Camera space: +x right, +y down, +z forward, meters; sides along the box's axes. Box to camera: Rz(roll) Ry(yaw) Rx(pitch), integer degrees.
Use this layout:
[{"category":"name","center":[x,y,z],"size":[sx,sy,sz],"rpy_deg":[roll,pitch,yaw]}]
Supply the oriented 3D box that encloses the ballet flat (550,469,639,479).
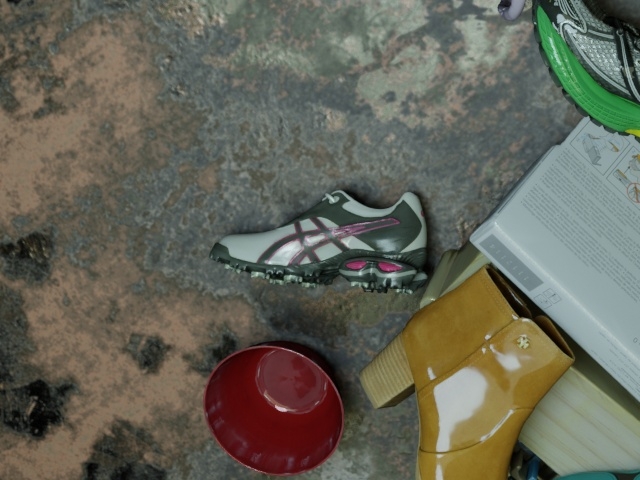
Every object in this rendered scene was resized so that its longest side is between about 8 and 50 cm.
[{"category":"ballet flat","center":[0.346,0.296,1.343],"size":[0.247,0.083,0.087],"rpy_deg":[-20,120,26]}]

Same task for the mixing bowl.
[{"category":"mixing bowl","center":[-0.048,0.198,1.553],"size":[0.182,0.098,0.181],"rpy_deg":[5,110,13]}]

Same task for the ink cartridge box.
[{"category":"ink cartridge box","center":[0.351,0.007,1.338],"size":[0.296,0.261,0.066],"rpy_deg":[44,152,0]}]

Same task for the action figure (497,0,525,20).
[{"category":"action figure","center":[0.205,-0.421,1.185],"size":[0.276,0.248,0.370],"rpy_deg":[37,110,-11]}]

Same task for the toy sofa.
[{"category":"toy sofa","center":[0.281,0.143,1.423],"size":[0.362,0.150,0.177],"rpy_deg":[39,119,-2]}]

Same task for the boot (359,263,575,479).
[{"category":"boot","center":[0.190,0.191,1.296],"size":[0.211,0.104,0.295],"rpy_deg":[-39,76,23]}]

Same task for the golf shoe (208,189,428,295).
[{"category":"golf shoe","center":[0.000,0.000,1.485],"size":[0.273,0.105,0.120],"rpy_deg":[3,84,16]}]

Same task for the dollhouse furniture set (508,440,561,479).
[{"category":"dollhouse furniture set","center":[0.217,0.288,1.473],"size":[0.129,0.183,0.129],"rpy_deg":[39,114,-2]}]

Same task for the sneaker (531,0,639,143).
[{"category":"sneaker","center":[0.368,-0.176,1.279],"size":[0.344,0.134,0.146],"rpy_deg":[34,130,-7]}]
